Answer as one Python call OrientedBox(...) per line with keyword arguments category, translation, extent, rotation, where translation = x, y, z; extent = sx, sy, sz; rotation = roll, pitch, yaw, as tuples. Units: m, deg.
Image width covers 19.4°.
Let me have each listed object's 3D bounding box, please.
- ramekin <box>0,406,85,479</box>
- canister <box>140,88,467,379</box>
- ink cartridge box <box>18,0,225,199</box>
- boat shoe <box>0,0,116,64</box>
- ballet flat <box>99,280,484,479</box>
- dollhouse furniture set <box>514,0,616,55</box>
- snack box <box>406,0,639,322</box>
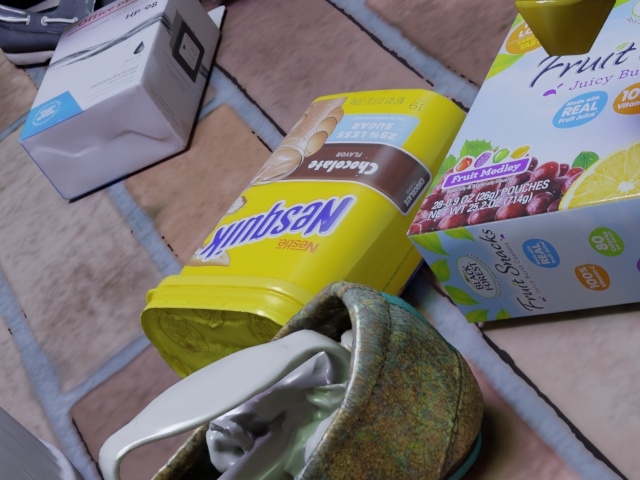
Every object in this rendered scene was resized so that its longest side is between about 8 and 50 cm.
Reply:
OrientedBox(category="ramekin", translation=(-0.232, 0.158, 0.970), extent=(0.207, 0.109, 0.207), rotation=(-27, 31, 18))
OrientedBox(category="canister", translation=(0.000, 0.000, 0.985), extent=(0.126, 0.073, 0.170), rotation=(0, 44, 46))
OrientedBox(category="ink cartridge box", translation=(-0.135, -0.119, 1.306), extent=(0.104, 0.060, 0.180), rotation=(-23, 32, 24))
OrientedBox(category="boat shoe", translation=(-0.187, -0.184, 1.449), extent=(0.206, 0.065, 0.075), rotation=(-6, 39, 40))
OrientedBox(category="ballet flat", translation=(-0.081, 0.148, 0.818), extent=(0.348, 0.123, 0.123), rotation=(-41, 30, -8))
OrientedBox(category="dollhouse furniture set", translation=(0.263, -0.081, 0.747), extent=(0.286, 0.198, 0.303), rotation=(-7, 8, -26))
OrientedBox(category="snack box", translation=(0.166, -0.053, 0.886), extent=(0.207, 0.070, 0.174), rotation=(-8, 39, 38))
